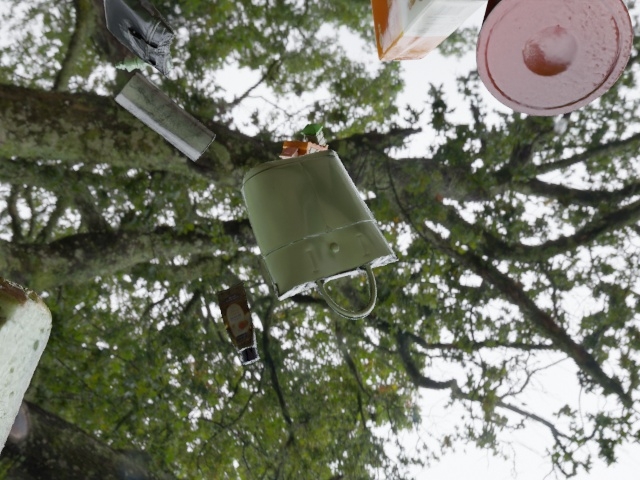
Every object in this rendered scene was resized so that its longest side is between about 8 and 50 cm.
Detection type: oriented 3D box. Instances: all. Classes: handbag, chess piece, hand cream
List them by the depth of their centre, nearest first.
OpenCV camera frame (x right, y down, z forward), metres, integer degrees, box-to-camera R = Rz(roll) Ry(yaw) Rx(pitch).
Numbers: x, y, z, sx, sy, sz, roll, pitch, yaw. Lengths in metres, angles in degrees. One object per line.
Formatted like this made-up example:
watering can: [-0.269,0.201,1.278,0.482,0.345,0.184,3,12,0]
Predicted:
handbag: [0.000,0.000,0.960,0.241,0.109,0.316,-17,-108,-25]
hand cream: [-0.159,0.163,1.076,0.062,0.039,0.163,-24,-111,8]
handbag: [-0.428,-0.507,1.288,0.211,0.254,0.089,46,-108,-7]
chess piece: [-0.480,-0.483,1.472,0.149,0.059,0.059,-10,-133,-4]

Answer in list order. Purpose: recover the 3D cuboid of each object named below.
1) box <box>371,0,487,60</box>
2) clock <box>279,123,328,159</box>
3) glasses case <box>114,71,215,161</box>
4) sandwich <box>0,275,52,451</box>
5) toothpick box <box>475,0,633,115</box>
box: [0.254,-0.623,1.375,0.143,0.341,0.225,-5,-94,-18]
clock: [-0.046,-0.216,1.736,0.106,0.255,0.220,9,-132,29]
glasses case: [-0.474,-0.377,1.679,0.114,0.299,0.060,-45,-158,16]
sandwich: [-0.422,0.137,0.594,0.095,0.273,0.249,14,-113,7]
toothpick box: [0.364,-0.367,0.859,0.204,0.204,0.333,9,-136,15]
